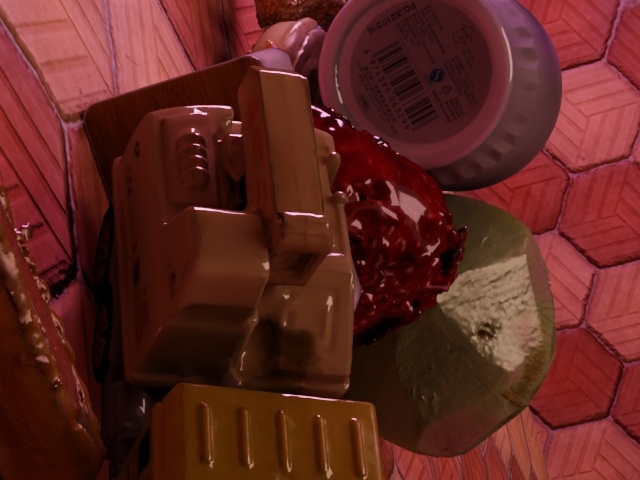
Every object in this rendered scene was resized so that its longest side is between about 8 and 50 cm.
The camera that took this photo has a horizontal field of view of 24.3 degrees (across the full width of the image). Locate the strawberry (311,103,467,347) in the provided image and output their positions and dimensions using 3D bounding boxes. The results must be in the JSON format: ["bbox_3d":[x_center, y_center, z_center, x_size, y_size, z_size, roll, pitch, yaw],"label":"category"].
[{"bbox_3d":[0.000,0.000,1.457,0.220,0.274,0.274,-62,152,-13],"label":"strawberry"}]

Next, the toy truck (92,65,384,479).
[{"bbox_3d":[-0.057,0.083,1.008,0.254,0.181,0.405,115,-24,-50],"label":"toy truck"}]

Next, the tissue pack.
[{"bbox_3d":[-0.076,-0.027,1.269,0.136,0.160,0.246,-55,128,-75],"label":"tissue pack"}]

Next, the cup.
[{"bbox_3d":[0.137,-0.177,1.674,0.371,0.253,0.253,-16,91,-78],"label":"cup"}]

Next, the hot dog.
[{"bbox_3d":[-0.202,0.031,0.872,0.061,0.088,0.285,-74,151,-63],"label":"hot dog"}]

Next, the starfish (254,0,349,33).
[{"bbox_3d":[0.039,-0.309,1.793,0.293,0.084,0.301,-54,153,-19],"label":"starfish"}]

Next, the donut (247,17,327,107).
[{"bbox_3d":[-0.042,-0.166,1.656,0.174,0.068,0.174,16,90,-74],"label":"donut"}]

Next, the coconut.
[{"bbox_3d":[0.138,0.099,1.754,0.328,0.281,0.328,-54,159,-33],"label":"coconut"}]
